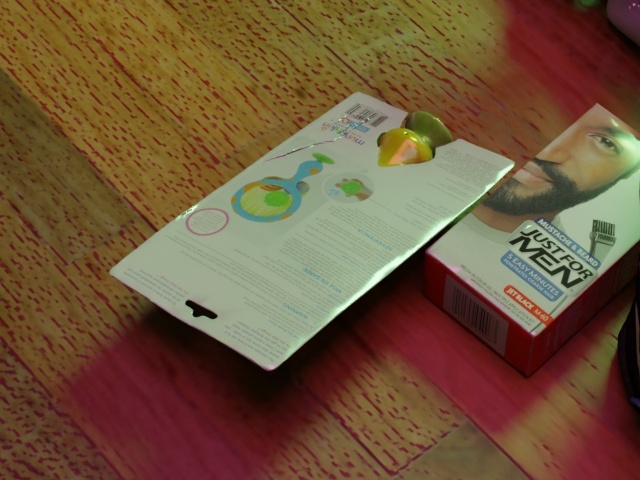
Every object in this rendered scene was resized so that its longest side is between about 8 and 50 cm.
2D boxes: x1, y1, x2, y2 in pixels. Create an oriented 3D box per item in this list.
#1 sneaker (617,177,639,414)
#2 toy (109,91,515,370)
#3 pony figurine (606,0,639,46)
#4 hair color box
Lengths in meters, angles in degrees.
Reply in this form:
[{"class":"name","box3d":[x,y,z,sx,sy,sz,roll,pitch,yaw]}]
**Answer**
[{"class":"sneaker","box3d":[0.217,0.012,1.072,0.079,0.121,0.216,9,76,-2]},{"class":"toy","box3d":[0.000,0.000,1.125,0.137,0.056,0.237,28,53,32]},{"class":"pony figurine","box3d":[0.236,-0.293,1.182,0.303,0.351,0.363,1,42,-46]},{"class":"hair color box","box3d":[0.155,-0.003,1.131,0.093,0.053,0.167,38,63,24]}]
